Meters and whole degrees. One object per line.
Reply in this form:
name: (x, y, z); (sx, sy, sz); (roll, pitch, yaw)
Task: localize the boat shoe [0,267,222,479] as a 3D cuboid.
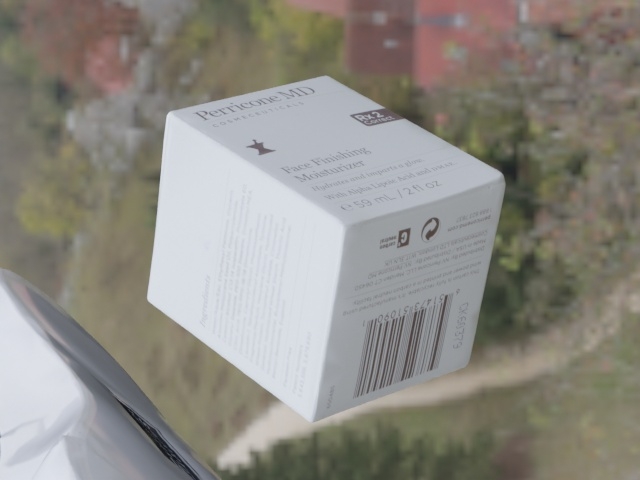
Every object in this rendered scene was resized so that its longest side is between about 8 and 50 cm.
boat shoe: (-0.071, 0.094, 0.471); (0.102, 0.108, 0.301); (-48, 26, -2)

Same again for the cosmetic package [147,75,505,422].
cosmetic package: (0.000, 0.000, 1.280); (0.184, 0.151, 0.151); (33, 126, 38)
